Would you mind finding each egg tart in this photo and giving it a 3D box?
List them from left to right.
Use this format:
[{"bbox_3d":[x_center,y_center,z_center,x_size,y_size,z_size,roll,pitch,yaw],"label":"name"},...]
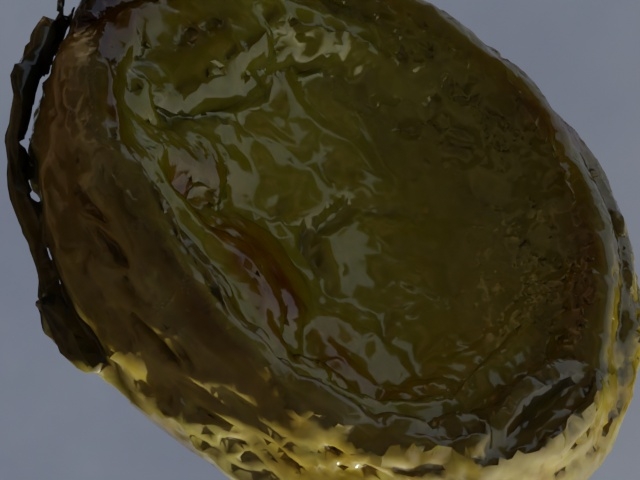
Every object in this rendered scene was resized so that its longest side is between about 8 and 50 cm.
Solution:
[{"bbox_3d":[0.000,0.000,0.786,0.095,0.279,0.279,-52,-132,45],"label":"egg tart"}]
